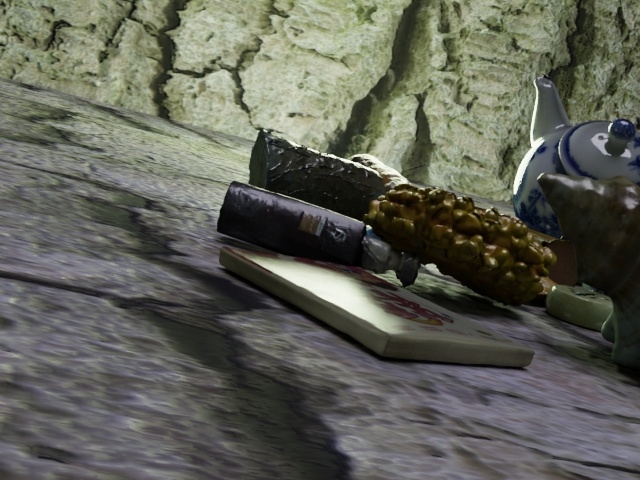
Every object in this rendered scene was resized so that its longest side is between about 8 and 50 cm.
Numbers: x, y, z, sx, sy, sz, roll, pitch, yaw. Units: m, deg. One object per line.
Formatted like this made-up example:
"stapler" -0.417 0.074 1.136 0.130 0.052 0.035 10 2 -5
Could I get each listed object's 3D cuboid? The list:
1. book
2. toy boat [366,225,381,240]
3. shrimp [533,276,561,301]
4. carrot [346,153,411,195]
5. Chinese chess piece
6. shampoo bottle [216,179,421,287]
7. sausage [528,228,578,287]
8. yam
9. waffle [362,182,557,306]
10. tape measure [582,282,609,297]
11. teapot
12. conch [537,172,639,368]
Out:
"book" 0.040 0.052 0.818 0.162 0.022 0.232 9 9 -39
"toy boat" 0.010 -0.005 1.186 0.105 0.034 0.149 3 1 -45
"shrimp" 0.206 0.041 1.193 0.178 0.034 0.124 26 19 34
"carrot" 0.110 -0.066 1.607 0.102 0.102 0.263 12 15 -24
"Chinese chess piece" 0.293 0.074 1.102 0.084 0.034 0.084 14 8 -2
"shampoo bottle" 0.000 -0.001 0.998 0.208 0.057 0.063 19 -9 6
"sausage" 0.235 -0.003 1.405 0.082 0.082 0.371 12 7 -21
"yam" -0.013 -0.068 1.273 0.183 0.107 0.107 14 8 -29
"waffle" 0.142 0.001 1.037 0.193 0.070 0.197 31 -9 -38
"tape measure" 0.465 0.048 1.207 0.256 0.147 0.275 10 8 -32
"teapot" 0.440 -0.086 1.562 0.252 0.280 0.424 -16 55 -17
"conch" 0.342 0.061 0.924 0.386 0.169 0.203 47 24 -18
